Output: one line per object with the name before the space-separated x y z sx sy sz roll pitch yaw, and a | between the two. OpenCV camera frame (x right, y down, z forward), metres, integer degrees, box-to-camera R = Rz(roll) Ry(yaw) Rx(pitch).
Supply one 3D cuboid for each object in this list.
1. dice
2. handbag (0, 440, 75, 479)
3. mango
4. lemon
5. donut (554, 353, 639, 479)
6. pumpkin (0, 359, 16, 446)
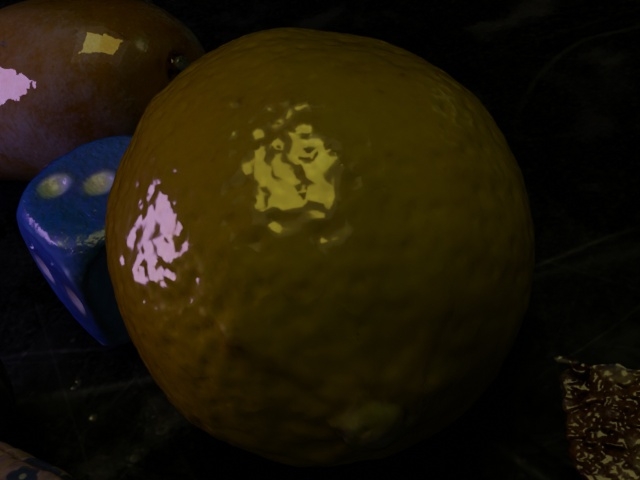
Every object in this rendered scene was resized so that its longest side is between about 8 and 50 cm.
dice | -0.182 0.000 0.928 0.146 0.143 0.146 -36 48 -22
handbag | -0.228 0.267 0.615 0.190 0.193 0.251 12 51 37
mango | -0.277 -0.149 1.076 0.383 0.221 0.199 -12 77 35
lemon | 0.000 -0.001 0.751 0.335 0.336 0.336 -10 42 9
donut | 0.266 0.139 0.631 0.217 0.141 0.085 -2 61 32
pumpkin | -0.390 0.156 0.777 0.300 0.207 0.300 -9 43 9
